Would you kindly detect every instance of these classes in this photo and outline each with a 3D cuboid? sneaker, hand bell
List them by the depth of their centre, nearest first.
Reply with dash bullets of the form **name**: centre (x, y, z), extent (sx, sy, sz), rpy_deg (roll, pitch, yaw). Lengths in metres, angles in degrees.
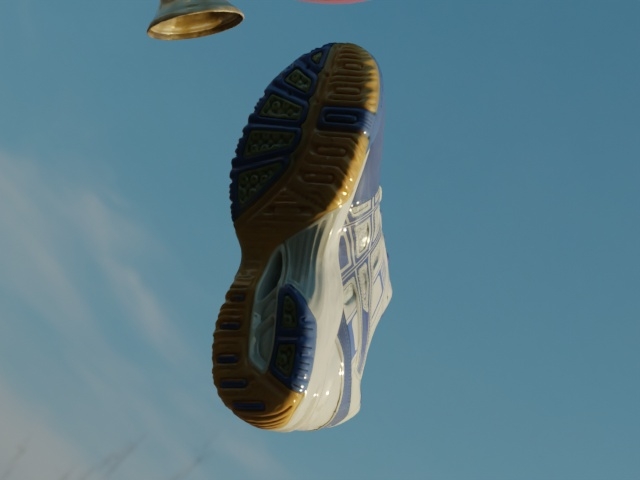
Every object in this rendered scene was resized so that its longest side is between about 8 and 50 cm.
- **sneaker**: centre (0.000, 0.000, 1.208), extent (0.112, 0.296, 0.131), rpy_deg (11, -5, 35)
- **hand bell**: centre (-0.178, -0.389, 2.008), extent (0.126, 0.126, 0.242), rpy_deg (-21, -102, 63)

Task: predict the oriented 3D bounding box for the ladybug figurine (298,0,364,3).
- **ladybug figurine**: centre (-0.044, -0.369, 1.416), extent (0.305, 0.162, 0.449), rpy_deg (29, 30, -49)
